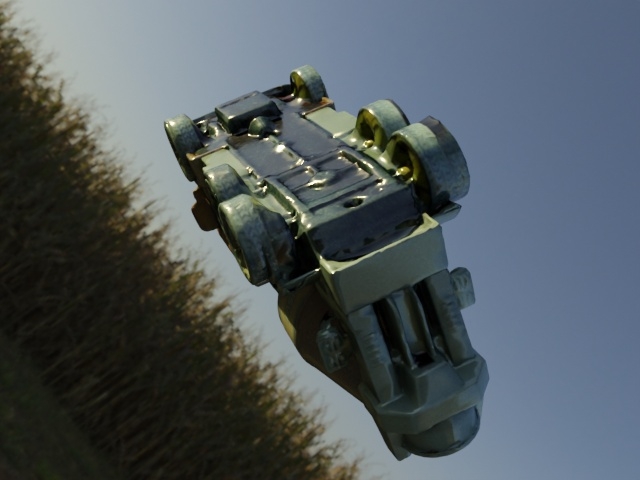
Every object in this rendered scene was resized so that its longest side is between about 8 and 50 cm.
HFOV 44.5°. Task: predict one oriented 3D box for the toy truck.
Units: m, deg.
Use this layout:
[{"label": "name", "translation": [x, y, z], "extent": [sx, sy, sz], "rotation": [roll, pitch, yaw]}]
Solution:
[{"label": "toy truck", "translation": [0.000, 0.000, 0.432], "extent": [0.256, 0.108, 0.140], "rotation": [44, -25, 60]}]
